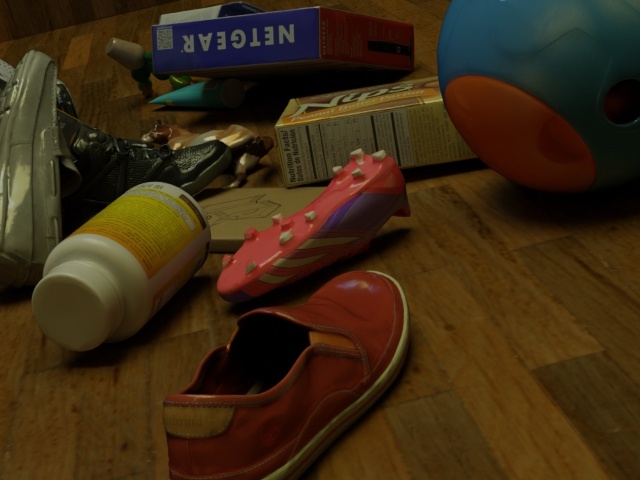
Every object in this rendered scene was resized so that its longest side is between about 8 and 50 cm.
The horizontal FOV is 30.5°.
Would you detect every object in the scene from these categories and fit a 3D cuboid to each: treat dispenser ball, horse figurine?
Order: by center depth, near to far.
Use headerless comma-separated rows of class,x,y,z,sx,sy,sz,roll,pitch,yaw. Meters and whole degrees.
treat dispenser ball,0.269,-0.193,1.256,0.288,0.288,0.288,-11,20,4
horse figurine,-0.163,-0.119,1.651,0.263,0.066,0.174,-3,28,31

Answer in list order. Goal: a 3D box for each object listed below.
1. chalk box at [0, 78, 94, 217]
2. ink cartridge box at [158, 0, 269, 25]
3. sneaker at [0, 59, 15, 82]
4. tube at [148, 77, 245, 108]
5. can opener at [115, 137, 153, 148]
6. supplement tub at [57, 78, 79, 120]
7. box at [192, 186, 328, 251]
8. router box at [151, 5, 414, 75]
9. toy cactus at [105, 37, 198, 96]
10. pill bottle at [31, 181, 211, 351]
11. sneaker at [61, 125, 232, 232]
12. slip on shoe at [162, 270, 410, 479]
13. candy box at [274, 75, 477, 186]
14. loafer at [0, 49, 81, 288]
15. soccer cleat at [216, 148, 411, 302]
chalk box,-0.394,-0.109,1.581,0.132,0.213,0.132,-3,64,52
ink cartridge box,-0.153,-0.386,2.221,0.224,0.045,0.223,0,-10,43
sneaker,-0.587,-0.169,1.659,0.366,0.210,0.137,6,34,-35
tube,-0.218,-0.260,2.090,0.080,0.052,0.207,-19,17,-39
can opener,-0.332,-0.138,1.810,0.186,0.059,0.073,0,23,33
supplement tub,-0.517,-0.197,1.998,0.190,0.117,0.117,-21,22,-23
box,-0.102,-0.027,1.428,0.201,0.021,0.164,1,24,32
router box,-0.058,-0.321,1.965,0.335,0.082,0.301,1,4,32
toy cactus,-0.313,-0.340,2.212,0.180,0.112,0.219,22,-10,-31
pill bottle,-0.203,0.028,1.202,0.117,0.117,0.215,-4,21,22
sneaker,-0.233,-0.100,1.503,0.228,0.130,0.087,-21,23,3
slip on shoe,-0.018,0.093,0.941,0.123,0.101,0.331,-3,21,30
candy box,0.110,-0.152,1.515,0.317,0.087,0.183,-9,16,8
loafer,-0.347,-0.087,1.425,0.111,0.319,0.112,15,-30,-26
soccer cleat,0.000,0.000,1.228,0.248,0.095,0.083,-41,27,-26
